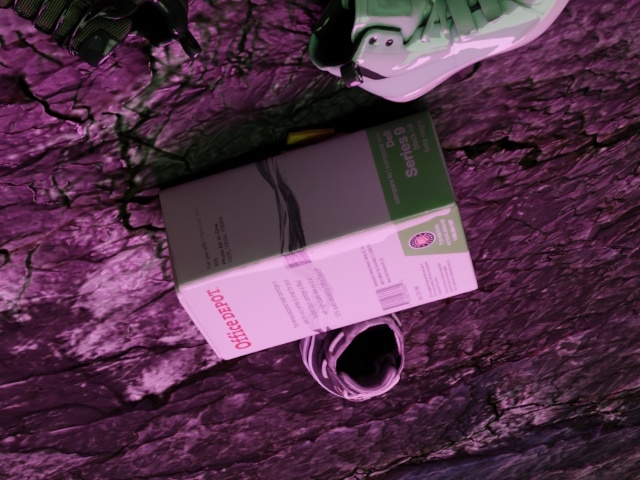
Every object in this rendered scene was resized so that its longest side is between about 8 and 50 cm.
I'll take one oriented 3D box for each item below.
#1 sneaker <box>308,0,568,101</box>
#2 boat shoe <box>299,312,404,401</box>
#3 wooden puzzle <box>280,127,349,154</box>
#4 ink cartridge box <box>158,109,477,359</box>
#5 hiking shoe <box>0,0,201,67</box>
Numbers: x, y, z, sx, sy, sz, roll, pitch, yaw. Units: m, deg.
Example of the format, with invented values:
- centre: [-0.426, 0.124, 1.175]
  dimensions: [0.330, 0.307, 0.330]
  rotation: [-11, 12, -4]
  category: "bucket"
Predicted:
- centre: [0.107, -0.209, 1.536]
  dimensions: [0.256, 0.094, 0.151]
  rotation: [-35, 155, 30]
  category: "sneaker"
- centre: [0.040, 0.134, 2.090]
  dimensions: [0.121, 0.119, 0.335]
  rotation: [-20, 153, -2]
  category: "boat shoe"
- centre: [-0.003, -0.085, 1.781]
  dimensions: [0.079, 0.014, 0.116]
  rotation: [-11, 152, -9]
  category: "wooden puzzle"
- centre: [0.000, 0.000, 1.791]
  dimensions: [0.289, 0.121, 0.211]
  rotation: [-16, 154, 3]
  category: "ink cartridge box"
- centre: [-0.194, -0.193, 1.343]
  dimensions: [0.227, 0.114, 0.086]
  rotation: [-1, 146, -34]
  category: "hiking shoe"
